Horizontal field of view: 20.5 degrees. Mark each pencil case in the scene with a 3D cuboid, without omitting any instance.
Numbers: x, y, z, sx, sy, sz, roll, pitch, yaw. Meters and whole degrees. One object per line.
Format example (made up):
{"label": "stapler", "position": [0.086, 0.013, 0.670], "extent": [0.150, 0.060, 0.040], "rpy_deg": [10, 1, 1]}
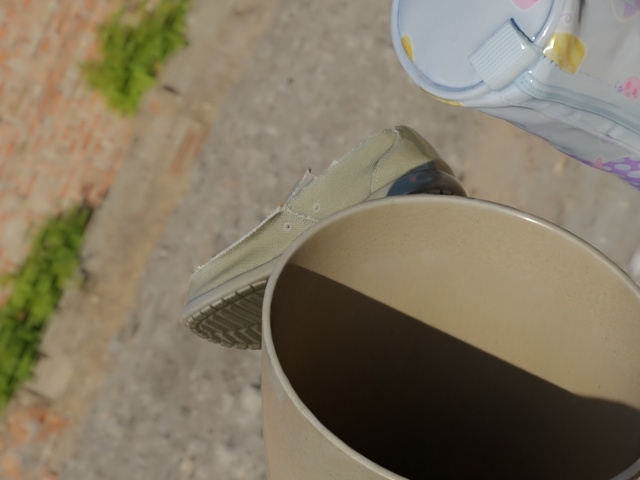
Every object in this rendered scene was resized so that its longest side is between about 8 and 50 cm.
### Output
{"label": "pencil case", "position": [0.158, -0.088, 0.940], "extent": [0.113, 0.273, 0.124], "rpy_deg": [-24, 59, 35]}

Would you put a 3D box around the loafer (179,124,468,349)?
{"label": "loafer", "position": [0.000, 0.000, 1.388], "extent": [0.269, 0.102, 0.092], "rpy_deg": [-29, 47, 26]}

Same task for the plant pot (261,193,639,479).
{"label": "plant pot", "position": [0.068, 0.154, 1.154], "extent": [0.256, 0.257, 0.274], "rpy_deg": [-80, 3, -47]}
